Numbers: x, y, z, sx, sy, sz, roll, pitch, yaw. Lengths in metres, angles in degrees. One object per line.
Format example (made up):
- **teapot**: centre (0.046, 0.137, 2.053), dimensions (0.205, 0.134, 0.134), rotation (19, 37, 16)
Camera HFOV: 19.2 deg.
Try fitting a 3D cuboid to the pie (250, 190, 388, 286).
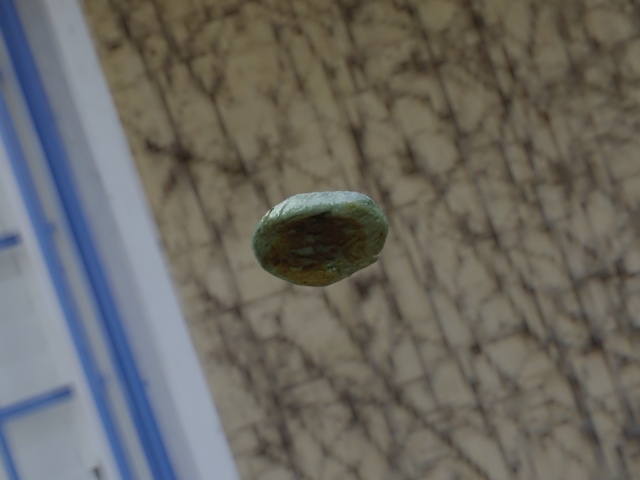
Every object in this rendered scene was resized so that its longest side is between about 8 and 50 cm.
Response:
- **pie**: centre (0.000, 0.000, 1.089), dimensions (0.085, 0.017, 0.085), rotation (-4, -37, -3)
